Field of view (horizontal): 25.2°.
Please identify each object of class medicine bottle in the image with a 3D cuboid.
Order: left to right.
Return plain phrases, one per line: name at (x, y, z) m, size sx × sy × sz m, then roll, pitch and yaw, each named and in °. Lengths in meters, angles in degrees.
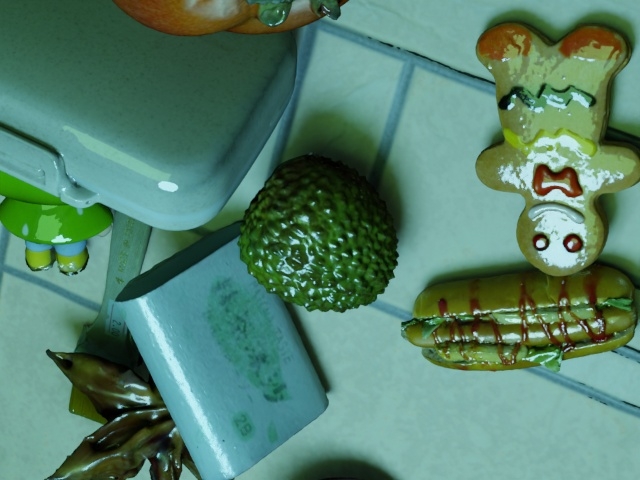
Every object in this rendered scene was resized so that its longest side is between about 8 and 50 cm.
medicine bottle at (-0.223, -0.175, 1.379) m, size 0.375 × 0.282 × 0.123 m, roll 25°, pitch 150°, yaw 7°

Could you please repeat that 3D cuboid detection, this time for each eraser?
eraser at (-0.101, 0.118, 1.534) m, size 0.081 × 0.174 × 0.227 m, roll 0°, pitch 118°, yaw 58°

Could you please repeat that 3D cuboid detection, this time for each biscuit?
biscuit at (0.227, -0.084, 1.367) m, size 0.165 × 0.036 × 0.250 m, roll 3°, pitch 107°, yaw 21°

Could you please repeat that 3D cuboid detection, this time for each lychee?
lychee at (0.000, 0.000, 1.443) m, size 0.171 × 0.171 × 0.171 m, roll 8°, pitch 116°, yaw 17°

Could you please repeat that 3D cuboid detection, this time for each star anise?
star anise at (-0.175, 0.244, 1.619) m, size 0.346 × 0.237 × 0.148 m, roll 50°, pitch 159°, yaw -13°

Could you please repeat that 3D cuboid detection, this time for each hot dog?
hot dog at (0.197, 0.086, 1.453) m, size 0.250 × 0.076 × 0.104 m, roll -7°, pitch 112°, yaw 21°

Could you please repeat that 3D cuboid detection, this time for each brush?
brush at (-0.236, 0.075, 1.646) m, size 0.085 × 0.020 × 0.336 m, roll 21°, pitch 119°, yaw 11°

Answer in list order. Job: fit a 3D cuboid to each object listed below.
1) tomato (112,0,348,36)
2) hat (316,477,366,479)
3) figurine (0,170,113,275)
tomato at (-0.081, -0.337, 1.245) m, size 0.321 × 0.321 × 0.321 m, roll 8°, pitch 116°, yaw 17°
hat at (0.014, 0.359, 1.601) m, size 0.205 × 0.089 × 0.205 m, roll -5°, pitch 114°, yaw -11°
figurine at (-0.291, -0.077, 1.536) m, size 0.162 × 0.143 × 0.263 m, roll 11°, pitch 129°, yaw 10°
